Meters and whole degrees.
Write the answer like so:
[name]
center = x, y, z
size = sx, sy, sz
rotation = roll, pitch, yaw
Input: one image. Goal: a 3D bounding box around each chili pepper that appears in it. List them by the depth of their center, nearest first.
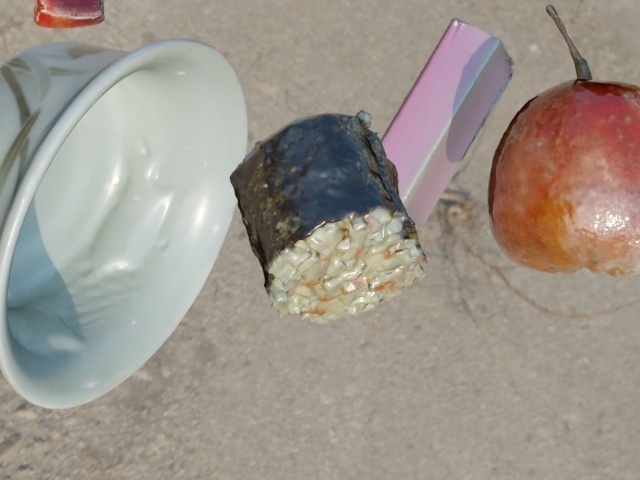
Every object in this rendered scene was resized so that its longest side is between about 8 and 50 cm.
[chili pepper]
center = -0.435, -0.403, 1.792
size = 0.123, 0.070, 0.073
rotation = -3, 97, -8

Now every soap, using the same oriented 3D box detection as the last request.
[soap]
center = 0.155, -0.149, 1.385
size = 0.081, 0.259, 0.181
rotation = 32, 5, 17

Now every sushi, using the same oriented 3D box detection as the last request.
[sushi]
center = 0.007, -0.004, 0.553
size = 0.091, 0.150, 0.078
rotation = -22, 71, 2

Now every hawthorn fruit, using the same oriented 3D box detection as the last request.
[hawthorn fruit]
center = 0.307, -0.069, 1.145
size = 0.235, 0.262, 0.231
rotation = 20, 35, 6

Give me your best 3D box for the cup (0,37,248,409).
[cup]
center = -0.226, -0.038, 0.936
size = 0.163, 0.347, 0.347
rotation = 24, 44, 19
